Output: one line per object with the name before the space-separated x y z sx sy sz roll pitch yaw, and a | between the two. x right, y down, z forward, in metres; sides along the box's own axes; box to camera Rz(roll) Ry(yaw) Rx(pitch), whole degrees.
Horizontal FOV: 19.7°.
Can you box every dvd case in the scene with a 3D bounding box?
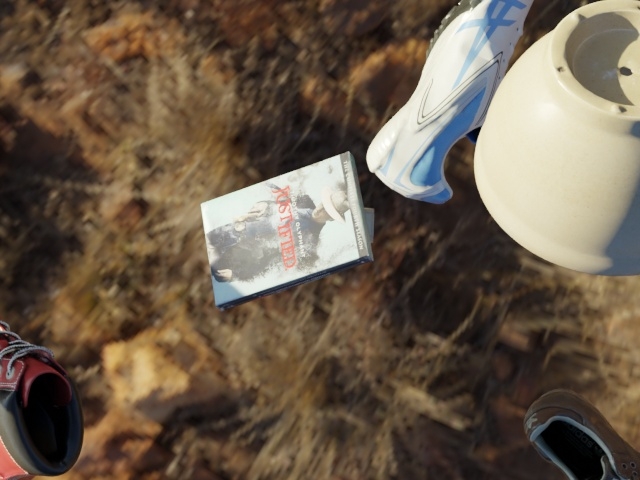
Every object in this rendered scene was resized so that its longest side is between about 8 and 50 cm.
dvd case | -0.025 -0.007 1.313 0.119 0.087 0.013 -18 151 15

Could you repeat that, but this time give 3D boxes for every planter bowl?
planter bowl | 0.178 -0.074 1.109 0.162 0.162 0.109 16 144 10

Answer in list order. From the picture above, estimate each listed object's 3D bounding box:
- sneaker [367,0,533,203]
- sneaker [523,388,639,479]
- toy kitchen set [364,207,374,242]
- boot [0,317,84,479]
sneaker | 0.125 -0.136 1.530 0.086 0.085 0.237 34 77 -10
sneaker | 0.225 0.187 1.363 0.188 0.071 0.066 37 113 11
toy kitchen set | 0.000 0.000 1.780 0.075 0.083 0.068 0 95 -23
boot | -0.249 0.064 1.364 0.176 0.088 0.244 -27 83 56
